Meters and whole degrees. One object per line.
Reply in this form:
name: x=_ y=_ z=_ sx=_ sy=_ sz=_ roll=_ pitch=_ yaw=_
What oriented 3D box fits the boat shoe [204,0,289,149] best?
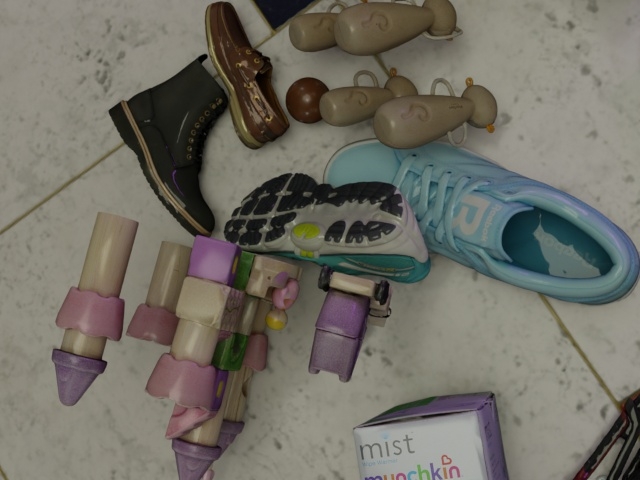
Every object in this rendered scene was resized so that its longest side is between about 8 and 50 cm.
boat shoe: x=-0.082 y=-0.198 z=1.250 sx=0.060 sy=0.064 sz=0.178 roll=-20 pitch=87 yaw=25

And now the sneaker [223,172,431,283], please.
sneaker: x=0.000 y=0.000 z=1.172 sx=0.275 sy=0.110 sz=0.107 roll=10 pitch=58 yaw=44

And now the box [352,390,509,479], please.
box: x=0.131 y=0.277 z=1.070 sx=0.126 sy=0.262 sz=0.231 roll=-11 pitch=84 yaw=12

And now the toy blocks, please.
toy blocks: x=-0.099 y=0.142 z=1.121 sx=0.309 sy=0.288 sz=0.260 roll=13 pitch=84 yaw=10

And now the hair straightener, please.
hair straightener: x=0.321 y=0.255 z=1.138 sx=0.089 sy=0.047 sz=0.230 roll=35 pitch=85 yaw=15

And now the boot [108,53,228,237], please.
boot: x=-0.146 y=-0.113 z=1.260 sx=0.137 sy=0.077 sz=0.198 roll=-34 pitch=81 yaw=3

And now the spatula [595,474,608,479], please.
spatula: x=0.355 y=0.373 z=1.137 sx=0.168 sy=0.019 sz=0.242 roll=1 pitch=86 yaw=13

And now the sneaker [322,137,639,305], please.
sneaker: x=0.167 y=-0.034 z=1.143 sx=0.366 sy=0.150 sz=0.135 roll=17 pitch=88 yaw=13

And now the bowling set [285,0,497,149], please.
bowling set: x=0.054 y=-0.213 z=1.207 sx=0.154 sy=0.200 sz=0.287 roll=-16 pitch=84 yaw=-32
